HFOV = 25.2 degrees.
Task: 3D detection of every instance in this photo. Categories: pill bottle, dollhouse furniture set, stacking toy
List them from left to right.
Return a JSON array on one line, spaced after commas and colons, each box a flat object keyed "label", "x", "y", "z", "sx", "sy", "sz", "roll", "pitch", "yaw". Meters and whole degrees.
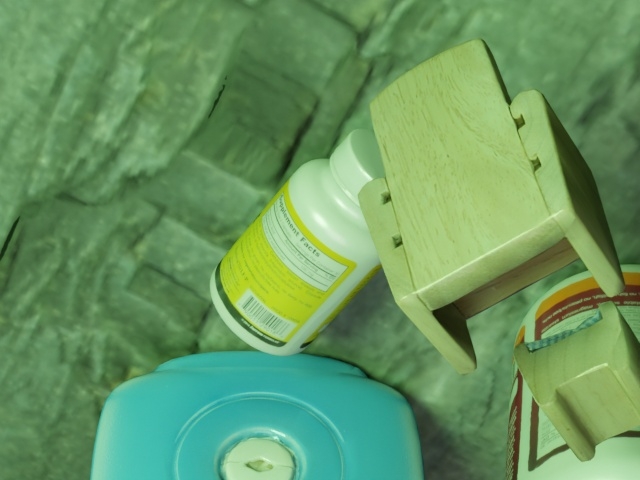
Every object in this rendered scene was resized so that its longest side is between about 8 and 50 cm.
[{"label": "stacking toy", "x": -0.038, "y": 0.219, "z": 0.833, "sx": 0.175, "sy": 0.166, "sz": 0.302, "roll": 1, "pitch": 134, "yaw": -3}, {"label": "pill bottle", "x": 0.000, "y": 0.000, "z": 0.721, "sx": 0.065, "sy": 0.065, "sz": 0.116, "roll": 35, "pitch": 121, "yaw": -12}, {"label": "pill bottle", "x": 0.148, "y": 0.117, "z": 0.676, "sx": 0.121, "sy": 0.221, "sz": 0.121, "roll": 5, "pitch": 123, "yaw": 7}, {"label": "dollhouse furniture set", "x": 0.208, "y": -0.017, "z": 0.610, "sx": 0.286, "sy": 0.198, "sz": 0.303, "roll": -30, "pitch": 127, "yaw": 15}]
